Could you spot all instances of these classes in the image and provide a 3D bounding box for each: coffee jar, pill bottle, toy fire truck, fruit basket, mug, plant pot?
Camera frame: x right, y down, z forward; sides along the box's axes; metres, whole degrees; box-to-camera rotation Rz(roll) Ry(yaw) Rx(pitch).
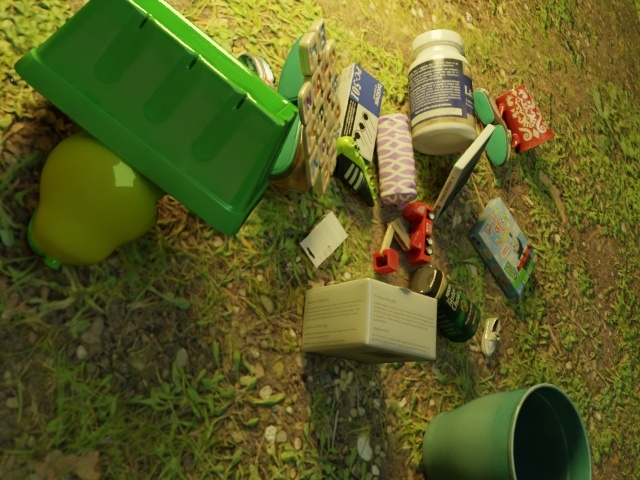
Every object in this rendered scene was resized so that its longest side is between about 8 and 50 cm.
[{"bbox_3d":[0.270,0.138,1.422,0.184,0.079,0.096,42,54,-24],"label":"coffee jar"},{"bbox_3d":[0.283,-0.349,1.526,0.153,0.153,0.265,11,71,-39],"label":"pill bottle"},{"bbox_3d":[0.185,-0.007,1.412,0.135,0.047,0.192,23,62,-33],"label":"toy fire truck"},{"bbox_3d":[-0.262,-0.129,0.943,0.392,0.392,0.283,57,15,-13],"label":"fruit basket"},{"bbox_3d":[0.558,-0.337,1.795,0.150,0.113,0.169,-28,93,-44],"label":"mug"},{"bbox_3d":[0.357,0.433,1.294,0.271,0.255,0.272,13,69,-37],"label":"plant pot"}]

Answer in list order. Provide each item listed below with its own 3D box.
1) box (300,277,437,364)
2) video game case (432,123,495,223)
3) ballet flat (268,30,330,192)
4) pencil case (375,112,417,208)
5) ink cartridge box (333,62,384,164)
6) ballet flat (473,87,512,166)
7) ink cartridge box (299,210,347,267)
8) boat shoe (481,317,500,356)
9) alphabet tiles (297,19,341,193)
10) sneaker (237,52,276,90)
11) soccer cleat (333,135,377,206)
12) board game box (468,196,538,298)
[{"bbox_3d":[0.089,0.155,1.190,0.180,0.181,0.119,19,68,-36],"label":"box"},{"bbox_3d":[0.329,-0.155,1.506,0.023,0.183,0.201,32,49,13],"label":"video game case"},{"bbox_3d":[-0.025,-0.243,1.266,0.124,0.116,0.343,39,53,-51],"label":"ballet flat"},{"bbox_3d":[0.167,-0.176,1.421,0.088,0.086,0.206,25,60,-63],"label":"pencil case"},{"bbox_3d":[0.078,-0.272,1.396,0.097,0.046,0.207,28,60,-34],"label":"ink cartridge box"},{"bbox_3d":[0.469,-0.309,1.735,0.079,0.076,0.222,-16,84,-47],"label":"ballet flat"},{"bbox_3d":[0.000,0.000,1.260,0.115,0.029,0.063,-45,108,-39],"label":"ink cartridge box"},{"bbox_3d":[0.414,0.232,1.551,0.035,0.035,0.100,36,56,-29],"label":"boat shoe"},{"bbox_3d":[-0.002,-0.232,1.144,0.278,0.021,0.284,-71,159,-52],"label":"alphabet tiles"},{"bbox_3d":[-0.157,-0.231,1.140,0.125,0.104,0.262,19,66,-34],"label":"sneaker"},{"bbox_3d":[0.066,-0.138,1.343,0.060,0.072,0.179,-90,157,-50],"label":"soccer cleat"},{"bbox_3d":[0.475,0.019,1.665,0.212,0.039,0.160,53,51,-16],"label":"board game box"}]
